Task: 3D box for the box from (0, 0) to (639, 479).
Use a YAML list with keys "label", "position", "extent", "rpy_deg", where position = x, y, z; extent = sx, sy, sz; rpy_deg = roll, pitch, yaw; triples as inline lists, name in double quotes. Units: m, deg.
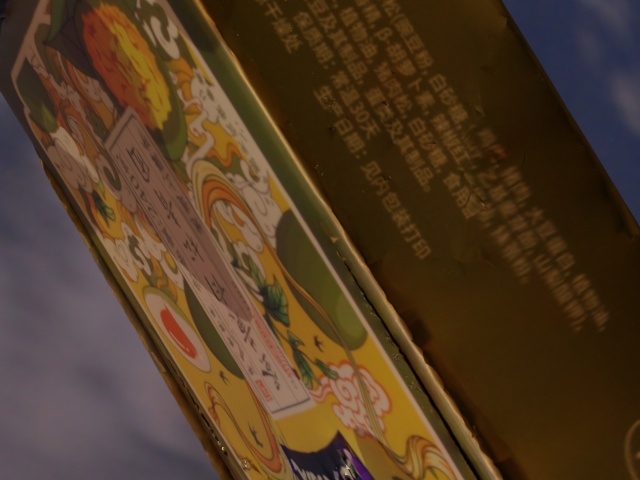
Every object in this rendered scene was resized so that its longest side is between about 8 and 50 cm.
- label: "box"
  position: [0.000, 0.000, 0.982]
  extent: [0.138, 0.373, 0.420]
  rpy_deg: [-32, -90, -21]
